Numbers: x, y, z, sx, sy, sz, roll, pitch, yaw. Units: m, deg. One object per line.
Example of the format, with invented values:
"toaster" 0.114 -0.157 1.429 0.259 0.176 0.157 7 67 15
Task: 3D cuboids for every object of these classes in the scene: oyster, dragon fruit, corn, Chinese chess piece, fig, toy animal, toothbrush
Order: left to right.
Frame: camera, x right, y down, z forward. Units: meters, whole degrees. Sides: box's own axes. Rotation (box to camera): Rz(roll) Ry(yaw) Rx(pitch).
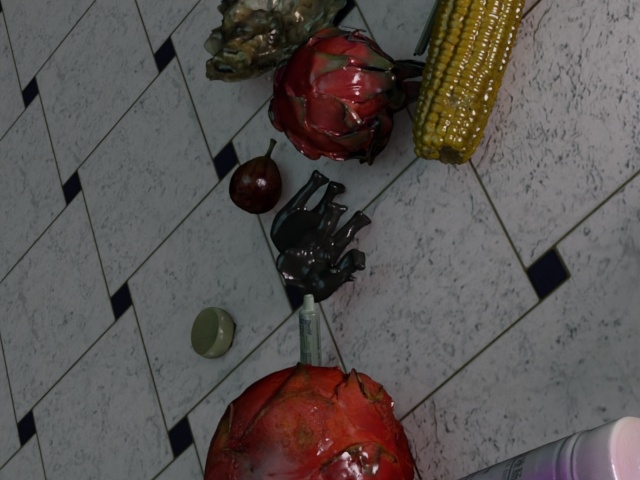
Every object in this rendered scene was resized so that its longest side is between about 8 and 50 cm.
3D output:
"Chinese chess piece" -0.174 0.149 2.184 0.084 0.034 0.084 -21 60 44
"fig" -0.095 -0.105 2.175 0.089 0.089 0.125 -18 36 42
"oyster" -0.066 -0.408 2.220 0.351 0.114 0.238 -37 51 33
"dragon fruit" -0.011 0.312 1.759 0.295 0.295 0.302 -27 43 38
"toy animal" 0.004 0.003 2.003 0.146 0.114 0.245 -51 22 12
"dragon fruit" 0.037 -0.216 1.993 0.274 0.193 0.192 -19 32 41
"toothbrush" 0.199 -0.404 1.985 0.028 0.026 0.294 27 91 37
"corn" 0.208 -0.279 1.869 0.120 0.120 0.363 12 82 49

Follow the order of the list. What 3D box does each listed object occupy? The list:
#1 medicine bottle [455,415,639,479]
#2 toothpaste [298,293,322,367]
"medicine bottle" 0.273 0.308 1.544 0.254 0.152 0.152 -31 54 37
"toothpaste" -0.014 0.173 1.958 0.048 0.029 0.197 15 112 49
